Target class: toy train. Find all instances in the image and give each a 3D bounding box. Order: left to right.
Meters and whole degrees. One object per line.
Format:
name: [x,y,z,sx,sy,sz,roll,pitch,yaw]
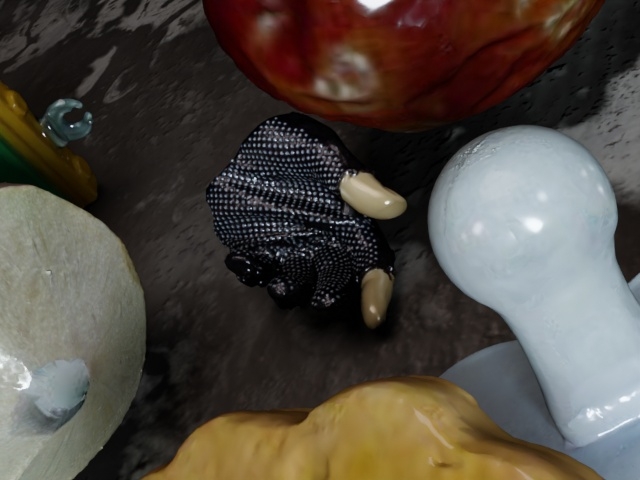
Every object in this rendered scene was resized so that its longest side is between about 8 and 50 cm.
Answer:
toy train: [-0.400,0.002,1.057,0.429,0.178,0.249,-28,46,11]

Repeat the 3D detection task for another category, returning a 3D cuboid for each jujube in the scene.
jujube: [0.087,-0.235,0.830,0.276,0.276,0.377,0,36,40]

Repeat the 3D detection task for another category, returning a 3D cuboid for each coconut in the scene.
coconut: [-0.248,0.075,0.789,0.244,0.239,0.239,11,55,49]

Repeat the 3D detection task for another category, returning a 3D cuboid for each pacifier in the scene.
pacifier: [0.122,0.053,0.491,0.287,0.226,0.238,-30,19,14]

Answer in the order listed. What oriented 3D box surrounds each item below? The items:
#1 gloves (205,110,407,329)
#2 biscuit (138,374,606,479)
gloves: [-0.001,0.002,0.792,0.129,0.106,0.180,-34,61,-2]
biscuit: [0.010,0.216,0.437,0.351,0.057,0.312,-18,67,36]
